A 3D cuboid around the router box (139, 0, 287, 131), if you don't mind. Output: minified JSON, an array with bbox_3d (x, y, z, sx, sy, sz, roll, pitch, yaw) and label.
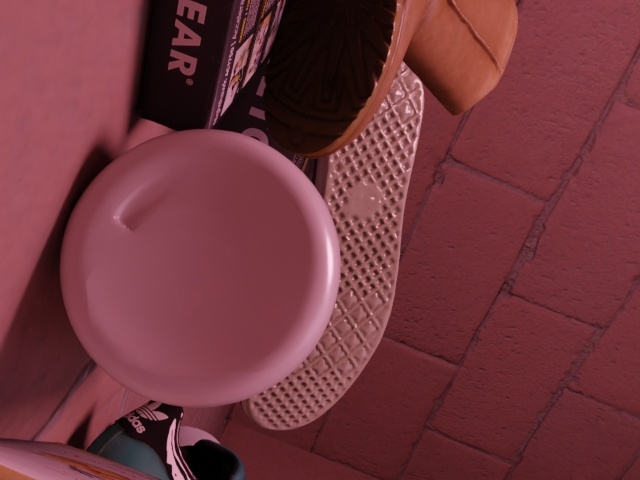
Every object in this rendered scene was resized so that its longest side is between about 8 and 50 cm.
[{"bbox_3d":[-0.044,-0.164,0.397,0.133,0.046,0.178,-68,179,-50],"label":"router box"}]

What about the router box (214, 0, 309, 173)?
[{"bbox_3d":[-0.055,-0.084,0.707,0.243,0.081,0.308,-69,180,-84],"label":"router box"}]

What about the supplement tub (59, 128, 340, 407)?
[{"bbox_3d":[-0.065,0.024,0.448,0.199,0.144,0.144,113,-1,-82],"label":"supplement tub"}]

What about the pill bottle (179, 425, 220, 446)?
[{"bbox_3d":[-0.217,0.383,1.034,0.117,0.118,0.208,-67,179,-78],"label":"pill bottle"}]

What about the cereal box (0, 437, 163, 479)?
[{"bbox_3d":[-0.102,0.154,0.380,0.240,0.173,0.047,113,-1,-72],"label":"cereal box"}]

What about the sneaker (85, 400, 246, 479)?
[{"bbox_3d":[-0.093,0.255,0.619,0.121,0.108,0.302,-46,129,-23],"label":"sneaker"}]

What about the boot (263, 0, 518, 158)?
[{"bbox_3d":[0.082,-0.154,0.599,0.269,0.089,0.236,15,99,-62],"label":"boot"}]

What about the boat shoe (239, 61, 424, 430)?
[{"bbox_3d":[0.000,0.000,0.924,0.156,0.187,0.499,24,-78,62],"label":"boat shoe"}]
